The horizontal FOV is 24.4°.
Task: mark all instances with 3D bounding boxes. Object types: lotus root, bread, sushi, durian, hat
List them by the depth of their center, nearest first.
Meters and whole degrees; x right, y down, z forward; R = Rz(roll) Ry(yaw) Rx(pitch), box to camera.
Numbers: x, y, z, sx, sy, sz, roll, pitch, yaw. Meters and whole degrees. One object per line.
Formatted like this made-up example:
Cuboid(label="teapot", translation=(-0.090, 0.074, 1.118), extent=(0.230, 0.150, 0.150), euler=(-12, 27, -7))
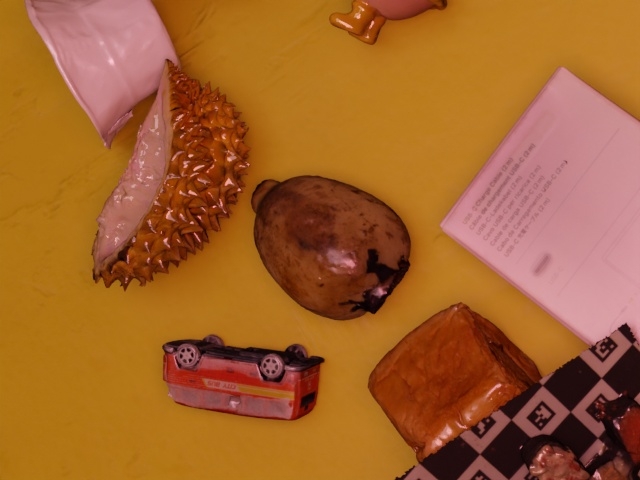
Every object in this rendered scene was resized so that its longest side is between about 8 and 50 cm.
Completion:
Cuboid(label="sushi", translation=(0.222, 0.228, 1.370), extent=(0.279, 0.043, 0.192), euler=(-33, 112, -7))
Cuboid(label="bread", translation=(0.146, 0.166, 1.457), extent=(0.143, 0.149, 0.158), euler=(-44, 36, 9))
Cuboid(label="lotus root", translation=(0.000, 0.000, 1.559), extent=(0.214, 0.138, 0.138), euler=(31, 97, 31))
Cuboid(label="durian", translation=(-0.157, -0.048, 1.601), extent=(0.249, 0.138, 0.183), euler=(-59, 37, 9))
Cuboid(label="hat", translation=(-0.232, -0.214, 1.648), extent=(0.126, 0.203, 0.203), euler=(-30, 75, -3))

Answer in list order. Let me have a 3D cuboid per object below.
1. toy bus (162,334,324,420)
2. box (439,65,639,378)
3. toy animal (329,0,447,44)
Cuboid(label="toy bus", translation=(-0.088, 0.149, 1.603), extent=(0.174, 0.079, 0.077), euler=(5, 97, 21))
Cuboid(label="box", translation=(0.279, -0.017, 1.459), extent=(0.252, 0.106, 0.203), euler=(39, 101, 18))
Cuboid(label="toy animal", translation=(0.089, -0.312, 1.534), extent=(0.156, 0.156, 0.229), euler=(33, 99, 20))
